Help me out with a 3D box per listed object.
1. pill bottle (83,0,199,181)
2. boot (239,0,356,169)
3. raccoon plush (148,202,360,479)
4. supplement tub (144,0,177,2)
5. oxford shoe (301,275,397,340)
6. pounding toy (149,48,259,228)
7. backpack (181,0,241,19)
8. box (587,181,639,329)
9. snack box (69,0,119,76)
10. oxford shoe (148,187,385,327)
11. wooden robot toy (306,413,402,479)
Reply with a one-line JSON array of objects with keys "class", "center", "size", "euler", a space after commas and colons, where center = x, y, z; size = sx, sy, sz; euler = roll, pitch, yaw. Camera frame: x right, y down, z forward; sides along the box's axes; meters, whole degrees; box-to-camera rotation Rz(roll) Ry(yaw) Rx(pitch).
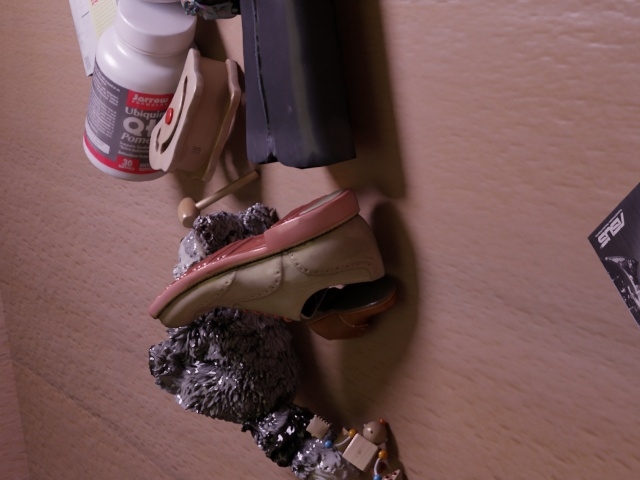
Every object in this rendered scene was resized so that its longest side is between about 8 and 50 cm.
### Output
[{"class": "pill bottle", "center": [-0.300, -0.267, 2.204], "size": [0.176, 0.176, 0.318], "euler": [57, 146, 32]}, {"class": "boot", "center": [-0.016, -0.312, 1.694], "size": [0.367, 0.146, 0.445], "euler": [-155, 62, -69]}, {"class": "raccoon plush", "center": [-0.066, 0.140, 2.036], "size": [0.446, 0.216, 0.299], "euler": [29, 116, 16]}, {"class": "supplement tub", "center": [-0.258, -0.495, 2.067], "size": [0.144, 0.144, 0.200], "euler": [46, 139, 44]}, {"class": "oxford shoe", "center": [0.054, 0.101, 1.856], "size": [0.076, 0.076, 0.212], "euler": [49, 150, -12]}, {"class": "pounding toy", "center": [-0.182, -0.165, 2.116], "size": [0.270, 0.154, 0.154], "euler": [-69, 24, 19]}, {"class": "backpack", "center": [-0.158, -0.396, 1.919], "size": [0.182, 0.115, 0.152], "euler": [110, 165, -85]}, {"class": "box", "center": [0.371, 0.009, 1.240], "size": [0.183, 0.056, 0.231], "euler": [65, 150, 22]}, {"class": "snack box", "center": [-0.379, -0.429, 2.401], "size": [0.322, 0.060, 0.187], "euler": [-11, 92, 61]}, {"class": "oxford shoe", "center": [-0.086, 0.066, 1.846], "size": [0.397, 0.140, 0.146], "euler": [-26, 97, 37]}, {"class": "wooden robot toy", "center": [0.069, 0.293, 1.907], "size": [0.173, 0.076, 0.079], "euler": [32, 91, 27]}]
